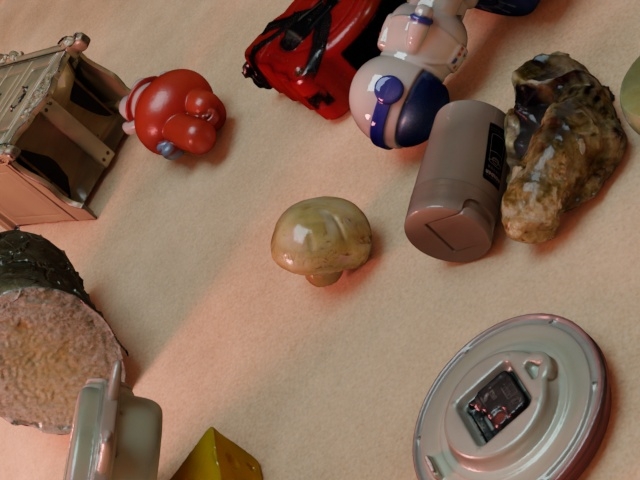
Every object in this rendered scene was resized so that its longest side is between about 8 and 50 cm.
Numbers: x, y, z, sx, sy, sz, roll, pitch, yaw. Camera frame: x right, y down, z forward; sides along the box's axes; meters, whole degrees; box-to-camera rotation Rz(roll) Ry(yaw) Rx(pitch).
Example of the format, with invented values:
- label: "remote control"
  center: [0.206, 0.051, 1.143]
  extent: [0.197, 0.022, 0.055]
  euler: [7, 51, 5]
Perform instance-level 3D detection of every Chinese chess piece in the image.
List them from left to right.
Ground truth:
- label: "Chinese chess piece"
  center: [0.414, -0.174, 1.544]
  extent: [0.144, 0.058, 0.144]
  euler: [-29, 38, 26]

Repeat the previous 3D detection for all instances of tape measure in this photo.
- label: "tape measure"
  center: [0.016, -0.320, 2.123]
  extent: [0.260, 0.114, 0.253]
  euler: [-49, 32, -1]

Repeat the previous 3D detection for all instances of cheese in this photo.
- label: "cheese"
  center: [-0.107, 0.325, 1.602]
  extent: [0.126, 0.093, 0.171]
  euler: [-51, 32, -4]

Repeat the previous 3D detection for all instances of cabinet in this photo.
- label: "cabinet"
  center: [-0.523, -0.200, 2.539]
  extent: [0.318, 0.227, 0.290]
  euler: [-3, 53, 49]

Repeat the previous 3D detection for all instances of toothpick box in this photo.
- label: "toothpick box"
  center: [0.174, -0.073, 1.674]
  extent: [0.111, 0.111, 0.181]
  euler: [-17, 42, 40]

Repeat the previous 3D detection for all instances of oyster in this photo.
- label: "oyster"
  center: [0.273, -0.136, 1.625]
  extent: [0.166, 0.094, 0.294]
  euler: [-25, 44, 19]

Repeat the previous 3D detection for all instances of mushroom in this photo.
- label: "mushroom"
  center: [0.000, 0.000, 1.803]
  extent: [0.148, 0.112, 0.148]
  euler: [-6, 27, 3]

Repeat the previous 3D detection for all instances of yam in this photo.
- label: "yam"
  center: [-0.448, 0.128, 2.104]
  extent: [0.241, 0.241, 0.348]
  euler: [-47, 29, 2]

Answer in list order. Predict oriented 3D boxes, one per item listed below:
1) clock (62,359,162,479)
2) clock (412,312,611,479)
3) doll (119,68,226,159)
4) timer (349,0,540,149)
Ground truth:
- label: "clock"
  center: [-0.263, 0.307, 1.654]
  extent: [0.265, 0.108, 0.324]
  euler: [-90, 14, -50]
- label: "clock"
  center: [0.197, 0.184, 1.425]
  extent: [0.244, 0.056, 0.244]
  euler: [-30, 36, 25]
- label: "doll"
  center: [-0.251, -0.220, 2.328]
  extent: [0.161, 0.130, 0.290]
  euler: [-52, 38, -11]
- label: "timer"
  center: [0.159, -0.303, 1.856]
  extent: [0.270, 0.270, 0.384]
  euler: [23, 90, 57]
